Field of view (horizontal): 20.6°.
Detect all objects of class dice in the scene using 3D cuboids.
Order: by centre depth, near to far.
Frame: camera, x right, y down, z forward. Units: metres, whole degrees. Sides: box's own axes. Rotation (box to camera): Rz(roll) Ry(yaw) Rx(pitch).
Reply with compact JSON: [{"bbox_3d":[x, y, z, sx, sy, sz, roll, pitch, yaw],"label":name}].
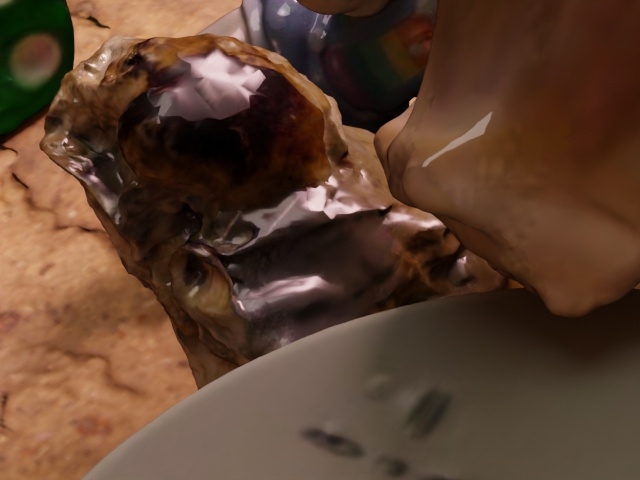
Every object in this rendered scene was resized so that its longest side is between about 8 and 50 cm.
[{"bbox_3d":[-0.217,-0.129,0.961,0.120,0.131,0.128,-34,44,-15],"label":"dice"}]

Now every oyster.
[{"bbox_3d":[-0.015,0.003,0.701,0.233,0.107,0.161,44,68,6],"label":"oyster"}]

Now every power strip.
[{"bbox_3d":[0.069,0.185,0.479,0.357,0.161,0.357,-10,41,9],"label":"power strip"}]

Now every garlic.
[{"bbox_3d":[0.119,-0.172,0.542,0.245,0.340,0.231,-8,15,3],"label":"garlic"}]

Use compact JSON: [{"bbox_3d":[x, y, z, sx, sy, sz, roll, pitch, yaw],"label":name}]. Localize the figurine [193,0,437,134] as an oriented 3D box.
[{"bbox_3d":[0.069,-0.134,0.785,0.381,0.224,0.205,-15,23,9],"label":"figurine"}]
